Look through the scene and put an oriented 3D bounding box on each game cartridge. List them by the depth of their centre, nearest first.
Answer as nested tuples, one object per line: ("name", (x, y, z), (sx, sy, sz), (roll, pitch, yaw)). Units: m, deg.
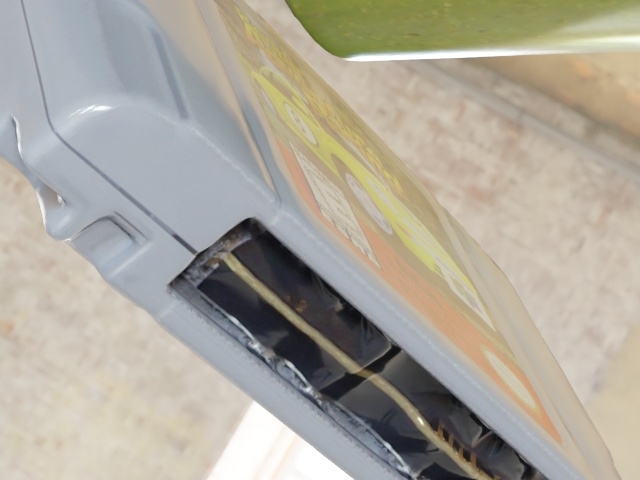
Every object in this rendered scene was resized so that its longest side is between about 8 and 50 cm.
("game cartridge", (0.000, 0.000, 0.555), (0.294, 0.060, 0.196), (42, 11, -36))

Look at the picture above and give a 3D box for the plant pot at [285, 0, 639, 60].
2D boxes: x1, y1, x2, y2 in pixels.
("plant pot", (0.109, -0.166, 0.532), (0.253, 0.276, 0.276), (-8, -29, 18))
